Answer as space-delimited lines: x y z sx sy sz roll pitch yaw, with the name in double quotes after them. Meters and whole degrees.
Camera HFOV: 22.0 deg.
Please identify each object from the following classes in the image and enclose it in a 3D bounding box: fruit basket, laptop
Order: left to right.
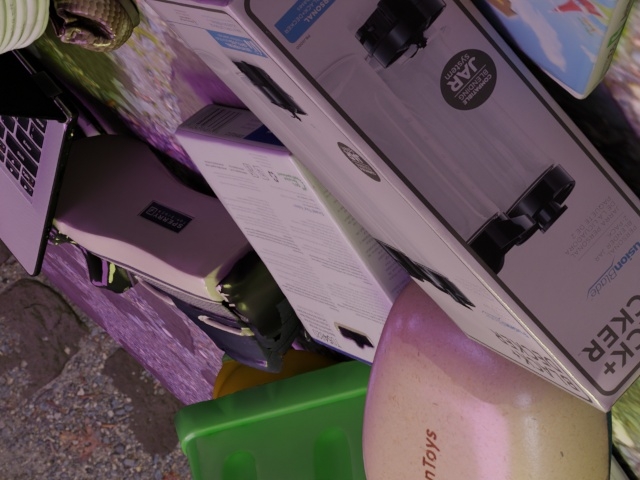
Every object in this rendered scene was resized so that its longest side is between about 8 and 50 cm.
-0.429 -0.169 1.497 0.382 0.236 0.408 49 145 19 "laptop"
0.015 0.232 1.688 0.392 0.283 0.392 -16 -90 -72 "fruit basket"

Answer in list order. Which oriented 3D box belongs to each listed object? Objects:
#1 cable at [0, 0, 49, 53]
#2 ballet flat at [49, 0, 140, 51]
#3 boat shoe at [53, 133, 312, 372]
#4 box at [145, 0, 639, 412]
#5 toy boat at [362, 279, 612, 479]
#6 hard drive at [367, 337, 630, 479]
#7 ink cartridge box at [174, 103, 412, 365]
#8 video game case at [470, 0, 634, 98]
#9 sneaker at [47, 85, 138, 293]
-0.307 -0.244 1.222 0.257 0.089 0.257 48 153 6 "cable"
-0.247 -0.235 1.291 0.250 0.058 0.084 43 166 3 "ballet flat"
-0.144 0.017 1.606 0.340 0.127 0.158 31 155 45 "boat shoe"
0.052 -0.052 0.840 0.290 0.087 0.169 45 173 -24 "box"
0.169 0.164 1.085 0.318 0.148 0.267 33 133 32 "toy boat"
0.182 0.190 1.358 0.233 0.047 0.353 26 159 53 "hard drive"
0.000 0.000 1.268 0.224 0.045 0.223 58 162 -22 "ink cartridge box"
0.049 -0.167 0.699 0.212 0.023 0.193 41 167 13 "video game case"
-0.274 -0.061 1.763 0.283 0.124 0.107 49 165 -20 "sneaker"
